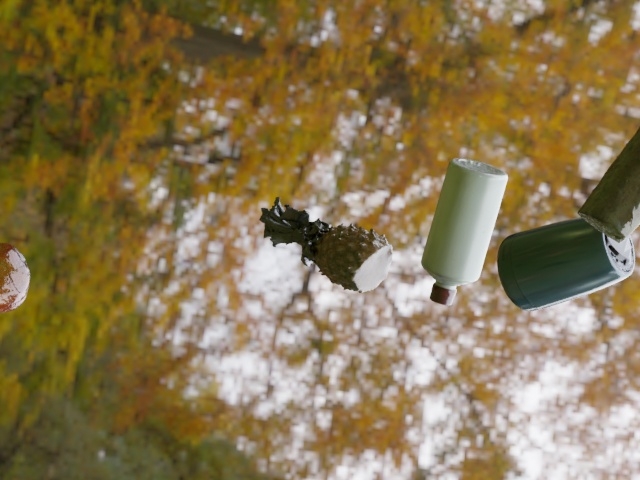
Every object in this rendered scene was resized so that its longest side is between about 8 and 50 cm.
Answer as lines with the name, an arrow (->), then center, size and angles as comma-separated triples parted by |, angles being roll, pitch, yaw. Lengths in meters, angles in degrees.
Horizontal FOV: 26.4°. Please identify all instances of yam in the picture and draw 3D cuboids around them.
yam -> 0.330, -0.075, 1.357 | 0.169, 0.068, 0.068 | -55, -159, -5

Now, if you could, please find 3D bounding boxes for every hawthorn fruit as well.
hawthorn fruit -> -0.329, 0.039, 1.365 | 0.077, 0.077, 0.077 | -171, -90, -69

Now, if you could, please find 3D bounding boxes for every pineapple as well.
pineapple -> 0.000, 0.000, 2.339 | 0.251, 0.125, 0.125 | 25, -73, 32

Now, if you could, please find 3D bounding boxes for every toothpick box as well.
toothpick box -> 0.362, 0.027, 1.997 | 0.184, 0.120, 0.120 | -20, -120, 37

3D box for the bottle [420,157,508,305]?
bottle -> 0.233, -0.009, 2.284 | 0.104, 0.104, 0.245 | -132, -127, -64
